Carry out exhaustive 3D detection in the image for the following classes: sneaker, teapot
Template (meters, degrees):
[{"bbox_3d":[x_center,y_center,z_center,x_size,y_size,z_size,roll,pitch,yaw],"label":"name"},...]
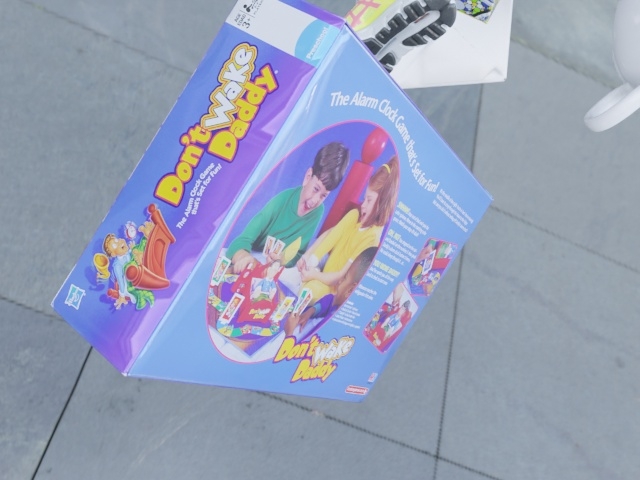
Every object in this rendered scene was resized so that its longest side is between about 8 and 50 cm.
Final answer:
[{"bbox_3d":[0.065,-0.250,0.873,0.081,0.208,0.094,27,53,-43],"label":"sneaker"},{"bbox_3d":[0.492,-0.268,1.035,0.256,0.187,0.252,3,79,-15],"label":"teapot"}]

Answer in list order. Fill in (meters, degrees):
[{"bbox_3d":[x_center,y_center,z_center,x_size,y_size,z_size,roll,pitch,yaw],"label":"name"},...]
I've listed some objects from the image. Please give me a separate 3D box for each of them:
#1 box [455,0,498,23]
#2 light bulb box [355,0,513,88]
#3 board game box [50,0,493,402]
[{"bbox_3d":[0.151,-0.344,0.963,0.169,0.059,0.054,26,67,9],"label":"box"},{"bbox_3d":[0.194,-0.502,1.386,0.225,0.357,0.361,-4,28,-5],"label":"light bulb box"},{"bbox_3d":[0.000,0.000,0.583,0.078,0.233,0.347,34,2,29],"label":"board game box"}]
